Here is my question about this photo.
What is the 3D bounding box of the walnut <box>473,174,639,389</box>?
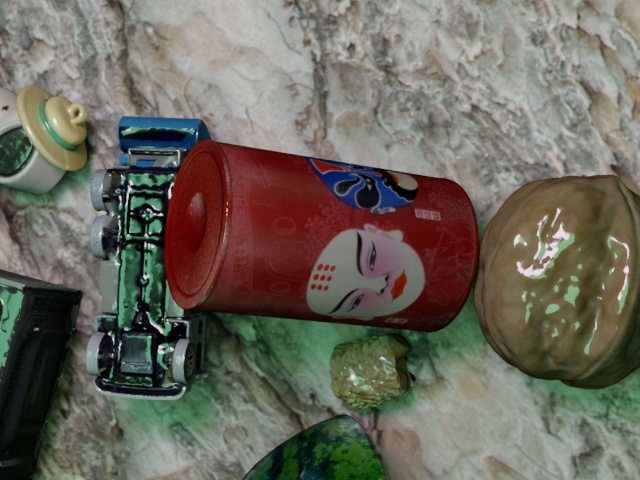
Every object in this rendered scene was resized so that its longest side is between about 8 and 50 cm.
[{"bbox_3d":[0.317,0.047,1.422,0.273,0.227,0.273,0,93,9],"label":"walnut"}]

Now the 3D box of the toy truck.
[{"bbox_3d":[-0.213,0.021,1.537,0.146,0.175,0.367,4,89,11],"label":"toy truck"}]

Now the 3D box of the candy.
[{"bbox_3d":[0.071,0.173,1.540,0.110,0.085,0.095,-11,79,20],"label":"candy"}]

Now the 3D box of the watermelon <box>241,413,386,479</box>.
[{"bbox_3d":[-0.040,0.367,1.525,0.292,0.319,0.222,-19,51,2],"label":"watermelon"}]

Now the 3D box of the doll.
[{"bbox_3d":[-0.437,-0.085,1.609,0.208,0.144,0.271,20,89,30],"label":"doll"}]

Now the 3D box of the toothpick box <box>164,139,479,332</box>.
[{"bbox_3d":[0.000,0.000,1.410,0.333,0.204,0.204,6,90,-27],"label":"toothpick box"}]

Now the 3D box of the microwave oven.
[{"bbox_3d":[-0.454,0.188,1.548,0.181,0.237,0.295,15,87,8],"label":"microwave oven"}]
